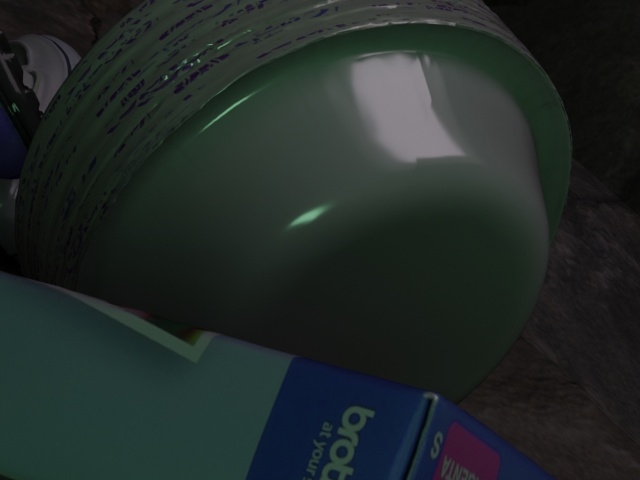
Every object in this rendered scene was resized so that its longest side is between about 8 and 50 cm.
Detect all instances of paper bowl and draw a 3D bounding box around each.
[{"bbox_3d":[0.000,0.000,0.926,0.284,0.284,0.148,24,23,-45],"label":"paper bowl"}]

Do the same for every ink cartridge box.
[{"bbox_3d":[-0.032,0.068,0.549,0.311,0.065,0.186,16,-12,30],"label":"ink cartridge box"}]

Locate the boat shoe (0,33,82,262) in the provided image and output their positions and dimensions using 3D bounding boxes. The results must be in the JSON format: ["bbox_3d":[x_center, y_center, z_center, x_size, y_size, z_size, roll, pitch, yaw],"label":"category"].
[{"bbox_3d":[-0.183,-0.072,1.081,0.076,0.083,0.226,32,17,-30],"label":"boat shoe"}]

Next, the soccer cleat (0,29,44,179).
[{"bbox_3d":[-0.268,-0.128,0.998,0.318,0.116,0.108,46,-18,18],"label":"soccer cleat"}]
